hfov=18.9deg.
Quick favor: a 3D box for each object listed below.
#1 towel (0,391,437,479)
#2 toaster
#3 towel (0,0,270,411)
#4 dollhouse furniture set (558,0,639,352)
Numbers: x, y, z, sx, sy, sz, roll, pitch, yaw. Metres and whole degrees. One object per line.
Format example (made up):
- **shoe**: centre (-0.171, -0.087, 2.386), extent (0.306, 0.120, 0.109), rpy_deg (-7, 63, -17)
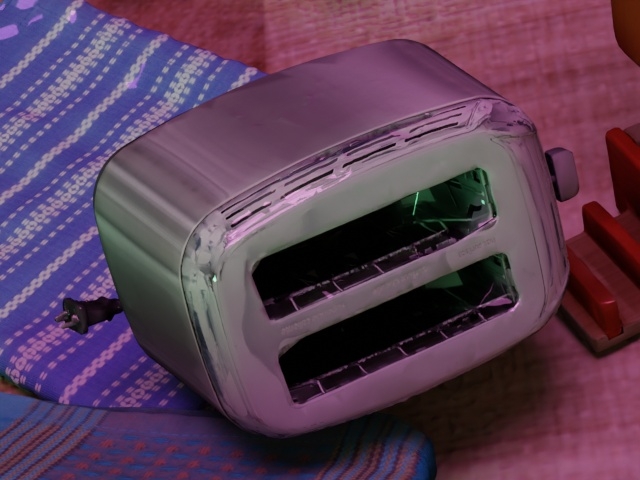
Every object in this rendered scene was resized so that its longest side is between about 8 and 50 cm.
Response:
- **towel**: centre (-0.116, 0.117, 0.715), extent (0.271, 0.040, 0.370), rpy_deg (4, 10, 13)
- **toaster**: centre (0.000, 0.000, 0.852), extent (0.227, 0.129, 0.146), rpy_deg (-21, 21, -16)
- **towel**: centre (-0.125, -0.030, 1.046), extent (0.336, 0.040, 0.243), rpy_deg (23, 56, 36)
- **dollhouse furniture set**: centre (0.153, -0.085, 0.844), extent (0.135, 0.259, 0.262), rpy_deg (-24, 41, -12)
